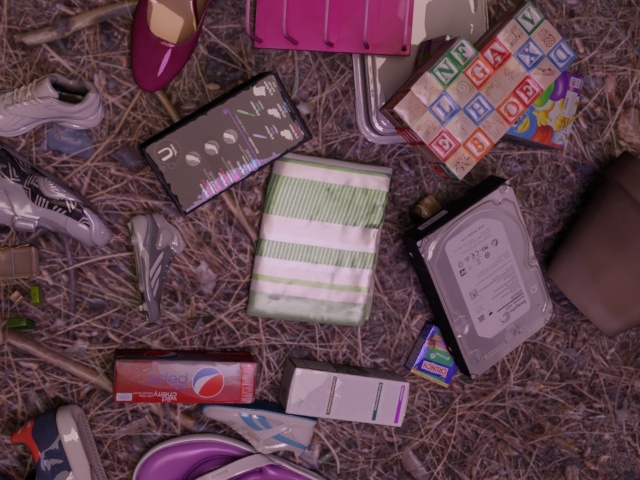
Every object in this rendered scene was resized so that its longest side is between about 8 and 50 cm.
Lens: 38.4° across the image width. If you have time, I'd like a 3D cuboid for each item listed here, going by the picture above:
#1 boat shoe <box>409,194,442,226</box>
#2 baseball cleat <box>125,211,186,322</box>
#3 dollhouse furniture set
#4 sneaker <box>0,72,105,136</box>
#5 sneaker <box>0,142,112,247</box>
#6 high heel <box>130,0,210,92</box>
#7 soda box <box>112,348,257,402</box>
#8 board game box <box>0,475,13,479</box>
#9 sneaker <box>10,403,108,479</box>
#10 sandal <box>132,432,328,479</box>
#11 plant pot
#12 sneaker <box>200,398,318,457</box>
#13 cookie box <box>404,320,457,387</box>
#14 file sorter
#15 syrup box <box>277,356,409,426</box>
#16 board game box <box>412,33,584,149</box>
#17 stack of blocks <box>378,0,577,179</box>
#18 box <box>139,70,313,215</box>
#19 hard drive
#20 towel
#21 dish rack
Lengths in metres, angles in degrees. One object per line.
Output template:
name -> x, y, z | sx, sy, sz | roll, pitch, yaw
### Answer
boat shoe -> 0.262, -0.011, 1.832 | 0.072, 0.068, 0.190 | -45, 106, -20
baseball cleat -> -0.297, 0.049, 1.706 | 0.110, 0.072, 0.205 | -12, 103, -18
dollhouse furniture set -> -0.546, 0.086, 1.678 | 0.076, 0.058, 0.151 | -6, 79, -5
sneaker -> -0.493, -0.248, 1.591 | 0.232, 0.115, 0.090 | -10, 69, -17
sneaker -> -0.560, -0.046, 1.604 | 0.366, 0.137, 0.210 | 34, 90, -10
high heel -> -0.243, -0.440, 1.597 | 0.127, 0.181, 0.377 | 16, 93, -14
soda box -> -0.256, 0.256, 1.730 | 0.264, 0.092, 0.083 | 3, 96, -13
board game box -> -0.672, 0.529, 1.671 | 0.165, 0.042, 0.243 | 19, 93, 5
sneaker -> -0.471, 0.482, 1.703 | 0.148, 0.131, 0.349 | -16, 96, -2
sandal -> -0.152, 0.478, 1.778 | 0.417, 0.102, 0.169 | 13, 94, -14
plant pot -> 0.613, 0.032, 1.816 | 0.323, 0.323, 0.280 | 41, 104, -14
sneaker -> -0.123, 0.360, 1.779 | 0.229, 0.087, 0.092 | 16, 96, -12
cookie box -> 0.237, 0.231, 1.866 | 0.092, 0.040, 0.107 | 25, 92, -16
file sorter -> 0.020, -0.441, 1.617 | 0.291, 0.182, 0.202 | 4, 97, 5
syrup box -> 0.046, 0.297, 1.804 | 0.237, 0.093, 0.096 | 11, 94, -14
board game box -> 0.316, -0.269, 1.694 | 0.275, 0.144, 0.142 | 13, 93, -15
stack of blocks -> 0.267, -0.268, 1.562 | 0.297, 0.087, 0.171 | -46, 103, -4
box -> -0.174, -0.178, 1.655 | 0.270, 0.165, 0.143 | -32, 103, -7
hard drive -> 0.317, 0.074, 1.795 | 0.237, 0.064, 0.338 | -33, 118, -17
towel -> 0.000, 0.000, 1.787 | 0.248, 0.038, 0.324 | 8, 97, -12
dish rack -> 0.204, -0.360, 1.769 | 0.286, 0.072, 0.332 | -7, 98, -11
